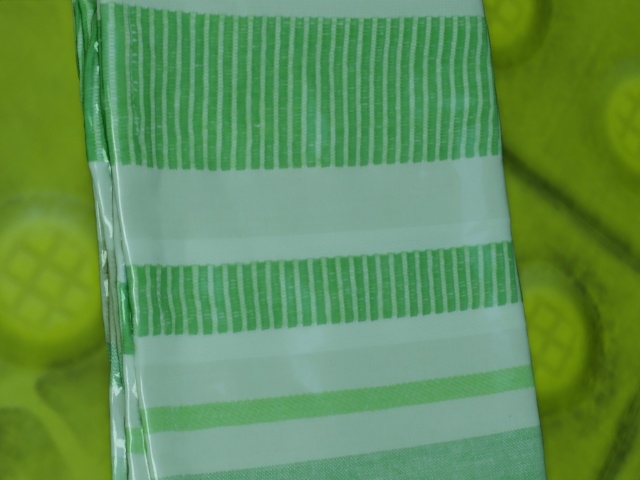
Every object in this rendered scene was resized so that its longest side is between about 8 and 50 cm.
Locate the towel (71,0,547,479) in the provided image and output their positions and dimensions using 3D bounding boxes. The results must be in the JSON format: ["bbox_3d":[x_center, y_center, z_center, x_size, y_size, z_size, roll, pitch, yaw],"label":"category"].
[{"bbox_3d":[0.000,0.000,0.745,0.248,0.038,0.325,-5,86,-27],"label":"towel"}]
